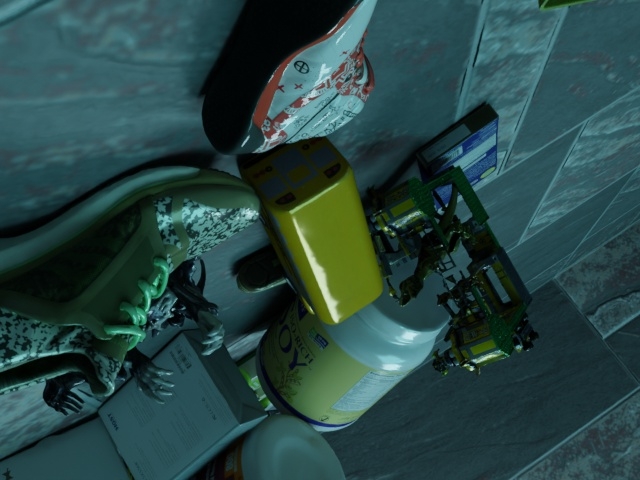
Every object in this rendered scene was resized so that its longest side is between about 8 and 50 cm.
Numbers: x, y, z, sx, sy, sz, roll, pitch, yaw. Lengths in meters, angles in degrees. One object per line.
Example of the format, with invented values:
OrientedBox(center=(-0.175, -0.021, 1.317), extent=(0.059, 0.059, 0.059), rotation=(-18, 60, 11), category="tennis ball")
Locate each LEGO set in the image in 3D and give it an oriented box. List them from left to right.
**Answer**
OrientedBox(center=(0.156, 0.053, 1.149), extent=(0.192, 0.331, 0.255), rotation=(-29, -171, 33), category="LEGO set")

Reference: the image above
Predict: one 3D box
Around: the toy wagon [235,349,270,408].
OrientedBox(center=(-0.075, 0.263, 1.649), extent=(0.344, 0.068, 0.267), rotation=(-34, 161, -6), category="toy wagon")

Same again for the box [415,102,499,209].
OrientedBox(center=(0.229, -0.130, 1.267), extent=(0.136, 0.036, 0.225), rotation=(-35, 159, 1), category="box")

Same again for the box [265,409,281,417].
OrientedBox(center=(-0.174, 0.415, 1.789), extent=(0.162, 0.029, 0.116), rotation=(-8, 169, 13), category="box")

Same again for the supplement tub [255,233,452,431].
OrientedBox(center=(0.055, 0.166, 1.370), extent=(0.241, 0.241, 0.331), rotation=(-15, 152, -45), category="supplement tub")

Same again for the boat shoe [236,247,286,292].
OrientedBox(center=(-0.042, 0.030, 1.175), extent=(0.190, 0.068, 0.072), rotation=(-17, 169, -20), category="boat shoe")

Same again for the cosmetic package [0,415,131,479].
OrientedBox(center=(-0.457, 0.474, 1.384), extent=(0.197, 0.155, 0.365), rotation=(-22, 158, -25), category="cosmetic package")

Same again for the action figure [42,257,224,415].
OrientedBox(center=(-0.202, 0.117, 0.931), extent=(0.164, 0.141, 0.276), rotation=(-52, 168, 34), category="action figure")

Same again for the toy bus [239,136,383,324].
OrientedBox(center=(0.000, 0.000, 0.996), extent=(0.108, 0.130, 0.332), rotation=(-33, 145, -9), category="toy bus")

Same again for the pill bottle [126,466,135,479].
OrientedBox(center=(-0.336, 0.543, 1.694), extent=(0.334, 0.187, 0.188), rotation=(-44, 159, 22), category="pill bottle")

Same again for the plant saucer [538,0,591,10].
OrientedBox(center=(0.347, -0.365, 0.895), extent=(0.188, 0.045, 0.188), rotation=(-22, 157, -36), category="plant saucer")

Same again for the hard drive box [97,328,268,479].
OrientedBox(center=(-0.232, 0.285, 1.268), extent=(0.232, 0.181, 0.089), rotation=(-41, 161, 20), category="hard drive box")

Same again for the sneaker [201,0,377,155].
OrientedBox(center=(0.007, -0.183, 0.696), extent=(0.145, 0.090, 0.270), rotation=(-17, 157, -44), category="sneaker")

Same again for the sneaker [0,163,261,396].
OrientedBox(center=(-0.221, 0.067, 0.762), extent=(0.411, 0.182, 0.158), rotation=(-26, 159, -25), category="sneaker")

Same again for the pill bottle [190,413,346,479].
OrientedBox(center=(-0.161, 0.490, 1.364), extent=(0.392, 0.224, 0.224), rotation=(-39, 162, 29), category="pill bottle")
